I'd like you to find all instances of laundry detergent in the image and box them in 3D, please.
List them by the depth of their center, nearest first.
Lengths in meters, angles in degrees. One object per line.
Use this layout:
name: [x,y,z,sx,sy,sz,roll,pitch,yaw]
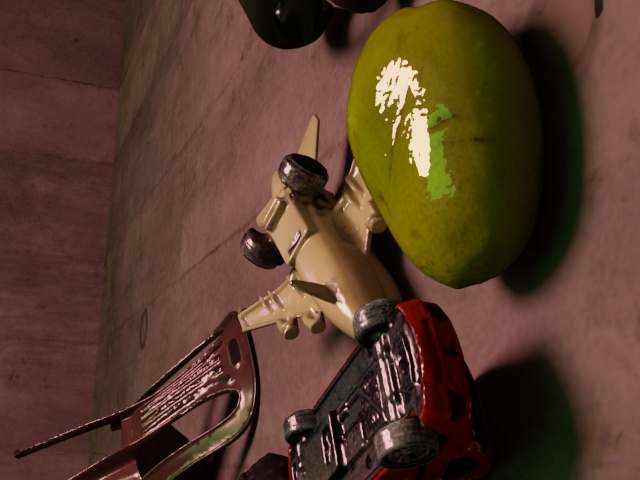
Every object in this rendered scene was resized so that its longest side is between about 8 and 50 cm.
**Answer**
laundry detergent: [-0.035,-0.231,0.697,0.222,0.078,0.144,-33,-50,-78]

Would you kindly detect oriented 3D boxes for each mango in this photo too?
mango: [0.073,-0.059,0.481,0.117,0.089,0.163,-55,45,39]

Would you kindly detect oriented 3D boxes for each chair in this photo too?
chair: [-0.173,0.248,1.007,0.326,0.183,0.175,-31,36,7]

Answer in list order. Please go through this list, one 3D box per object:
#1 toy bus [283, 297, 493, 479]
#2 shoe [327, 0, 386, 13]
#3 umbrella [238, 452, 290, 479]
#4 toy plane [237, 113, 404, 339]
toy bus: [0.042,0.111,0.489,0.195,0.089,0.081,118,151,-47]
shoe: [0.051,-0.268,0.589,0.112,0.099,0.227,32,119,54]
umbrella: [0.004,0.242,0.557,0.326,0.090,0.094,-136,58,-65]
toy plane: [0.000,0.000,0.646,0.229,0.092,0.244,-59,25,20]
